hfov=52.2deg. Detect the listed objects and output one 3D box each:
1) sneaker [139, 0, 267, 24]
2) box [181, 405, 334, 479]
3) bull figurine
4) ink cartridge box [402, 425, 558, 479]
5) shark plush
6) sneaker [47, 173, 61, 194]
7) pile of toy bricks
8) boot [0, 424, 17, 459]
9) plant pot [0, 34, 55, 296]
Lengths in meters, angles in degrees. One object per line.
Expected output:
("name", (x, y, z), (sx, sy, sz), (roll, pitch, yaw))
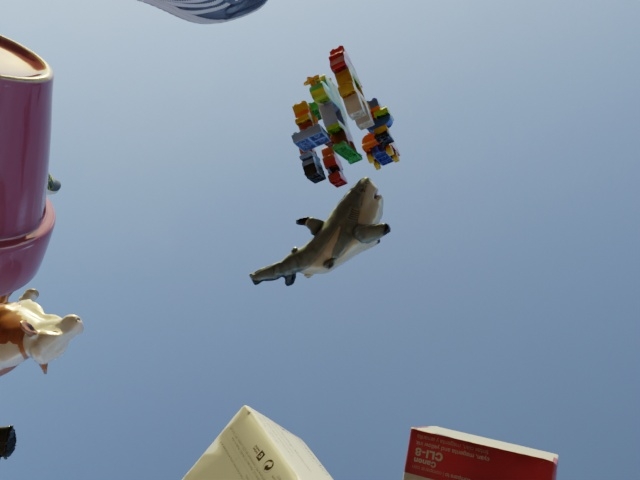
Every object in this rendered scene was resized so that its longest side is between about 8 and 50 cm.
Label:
("sneaker", (-0.102, -0.271, 0.624), (0.153, 0.282, 0.099), (7, -78, 35))
("box", (-0.079, 0.340, 0.810), (0.182, 0.119, 0.181), (-50, -145, -5))
("bull figurine", (-0.487, 0.146, 0.964), (0.310, 0.101, 0.188), (-28, -142, 11))
("ink cartridge box", (0.138, 0.271, 0.590), (0.127, 0.128, 0.176), (7, -102, 21))
("shark plush", (0.000, 0.000, 0.684), (0.161, 0.073, 0.067), (-32, -96, 3))
("sneaker", (-0.374, -0.087, 0.874), (0.031, 0.083, 0.035), (43, -85, 18))
("pile of toy bricks", (0.016, -0.142, 0.733), (0.118, 0.212, 0.105), (-21, -105, 15))
("boot", (-0.666, 0.380, 1.314), (0.099, 0.045, 0.121), (3, -93, 6))
("plant pot", (-0.309, -0.078, 0.535), (0.201, 0.201, 0.180), (42, -65, 37))
